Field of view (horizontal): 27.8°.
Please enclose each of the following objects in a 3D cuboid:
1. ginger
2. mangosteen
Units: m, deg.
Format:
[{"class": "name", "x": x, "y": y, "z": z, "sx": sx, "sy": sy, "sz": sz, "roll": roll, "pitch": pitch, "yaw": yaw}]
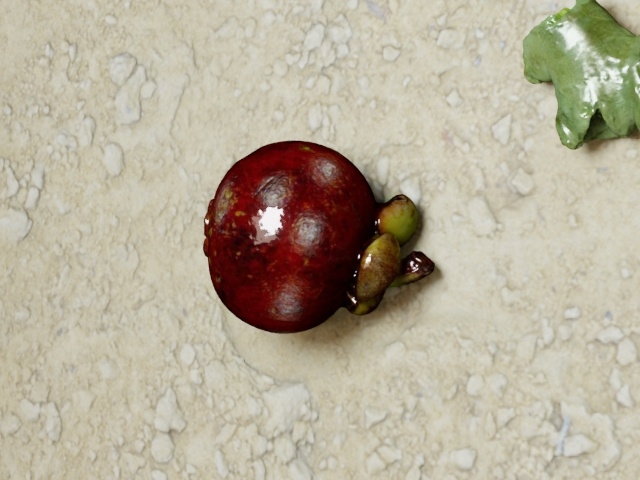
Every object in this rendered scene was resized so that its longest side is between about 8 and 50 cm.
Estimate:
[{"class": "ginger", "x": 0.316, "y": -0.131, "z": 1.300, "sx": 0.290, "sy": 0.089, "sz": 0.137, "roll": 40, "pitch": 89, "yaw": 23}, {"class": "mangosteen", "x": 0.000, "y": 0.000, "z": 1.434, "sx": 0.258, "sy": 0.215, "sz": 0.215, "roll": 7, "pitch": 90, "yaw": 2}]
